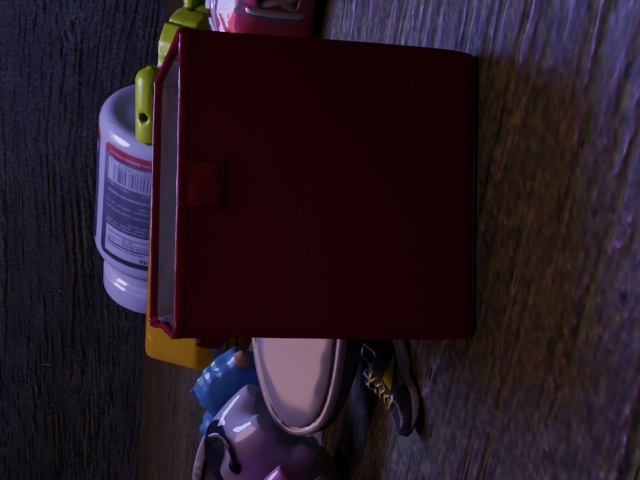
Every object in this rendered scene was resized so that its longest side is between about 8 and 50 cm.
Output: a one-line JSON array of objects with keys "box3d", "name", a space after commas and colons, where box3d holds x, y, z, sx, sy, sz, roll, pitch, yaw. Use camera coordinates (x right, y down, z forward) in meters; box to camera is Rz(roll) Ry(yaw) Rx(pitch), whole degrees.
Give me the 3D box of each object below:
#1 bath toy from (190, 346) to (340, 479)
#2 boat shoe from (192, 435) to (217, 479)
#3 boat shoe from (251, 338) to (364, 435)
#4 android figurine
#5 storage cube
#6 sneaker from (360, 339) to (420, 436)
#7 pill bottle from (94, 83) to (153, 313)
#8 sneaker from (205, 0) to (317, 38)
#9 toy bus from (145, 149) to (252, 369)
[{"box3d": [-0.030, 0.248, 0.836, 0.129, 0.151, 0.348, -50, 32, 16], "name": "bath toy"}, {"box3d": [-0.100, 0.297, 1.204, 0.109, 0.091, 0.305, -45, -26, -53], "name": "boat shoe"}, {"box3d": [0.000, 0.000, 0.880, 0.112, 0.095, 0.335, -15, 75, 38], "name": "boat shoe"}, {"box3d": [-0.158, -0.209, 1.321, 0.248, 0.056, 0.273, -38, -40, -54], "name": "android figurine"}, {"box3d": [-0.015, -0.031, 0.691, 0.183, 0.193, 0.215, 172, 100, -76], "name": "storage cube"}, {"box3d": [0.050, 0.108, 0.738, 0.031, 0.035, 0.083, 106, 160, -47], "name": "sneaker"}, {"box3d": [-0.273, -0.064, 1.675, 0.210, 0.210, 0.363, -105, 21, -47], "name": "pill bottle"}, {"box3d": [-0.046, -0.296, 0.997, 0.136, 0.115, 0.314, -140, 53, -70], "name": "sneaker"}, {"box3d": [-0.142, -0.020, 1.243, 0.130, 0.108, 0.333, -16, -67, -59], "name": "toy bus"}]
